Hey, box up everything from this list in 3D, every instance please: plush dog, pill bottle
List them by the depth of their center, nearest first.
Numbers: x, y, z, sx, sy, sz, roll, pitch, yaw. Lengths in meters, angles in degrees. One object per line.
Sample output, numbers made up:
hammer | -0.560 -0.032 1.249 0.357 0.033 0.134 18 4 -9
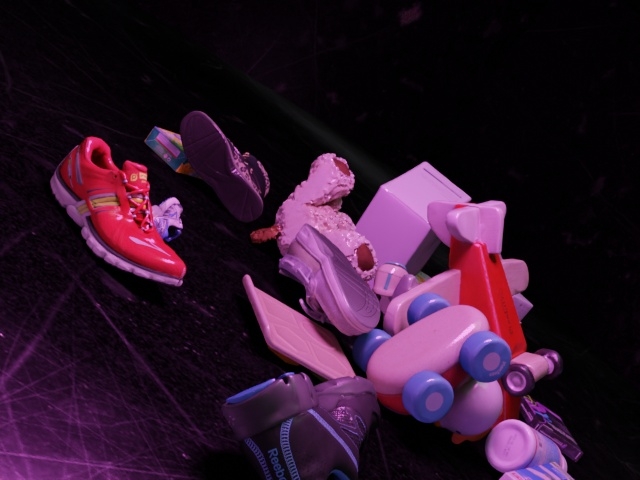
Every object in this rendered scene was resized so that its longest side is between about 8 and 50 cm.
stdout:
pill bottle | 0.342 0.355 1.819 0.160 0.087 0.087 35 9 -46
plush dog | 0.000 0.000 2.101 0.225 0.210 0.262 46 26 -64

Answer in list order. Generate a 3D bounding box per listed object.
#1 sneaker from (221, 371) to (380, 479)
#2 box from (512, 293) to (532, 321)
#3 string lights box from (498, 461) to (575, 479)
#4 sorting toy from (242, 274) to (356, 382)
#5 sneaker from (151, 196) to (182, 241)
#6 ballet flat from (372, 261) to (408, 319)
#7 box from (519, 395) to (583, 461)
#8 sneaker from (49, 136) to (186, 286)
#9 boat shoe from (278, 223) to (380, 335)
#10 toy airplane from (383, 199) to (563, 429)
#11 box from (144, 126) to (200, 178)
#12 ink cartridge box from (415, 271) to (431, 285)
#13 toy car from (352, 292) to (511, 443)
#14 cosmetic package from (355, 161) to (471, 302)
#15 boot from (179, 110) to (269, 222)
sneaker | -0.008 0.235 1.270 0.341 0.125 0.140 16 51 -68
box | 0.357 0.159 2.454 0.091 0.170 0.130 27 15 -47
string lights box | 0.336 0.406 1.639 0.133 0.077 0.259 43 12 24
sorting toy | -0.030 0.153 1.660 0.208 0.038 0.193 37 10 -26
sneaker | -0.239 -0.025 1.713 0.058 0.052 0.135 47 19 0
ballet flat | 0.144 0.124 2.158 0.086 0.086 0.248 43 -9 28
box | 0.464 0.377 2.270 0.116 0.029 0.162 34 13 -16
sneaker | -0.268 -0.046 1.504 0.279 0.118 0.107 44 14 30
boat shoe | 0.007 0.078 1.827 0.118 0.103 0.320 38 9 -30
toy airplane | 0.253 0.111 2.028 0.386 0.272 0.384 42 47 -32
box | -0.260 -0.167 2.214 0.105 0.043 0.179 42 11 23
ink cartridge box | 0.185 0.090 2.484 0.181 0.061 0.104 30 14 -31
toy car | 0.202 0.242 1.748 0.238 0.210 0.219 63 -13 -25
cosmetic package | 0.167 -0.017 2.299 0.138 0.224 0.224 40 32 13
boot | -0.183 -0.155 2.174 0.236 0.085 0.178 57 12 -9
